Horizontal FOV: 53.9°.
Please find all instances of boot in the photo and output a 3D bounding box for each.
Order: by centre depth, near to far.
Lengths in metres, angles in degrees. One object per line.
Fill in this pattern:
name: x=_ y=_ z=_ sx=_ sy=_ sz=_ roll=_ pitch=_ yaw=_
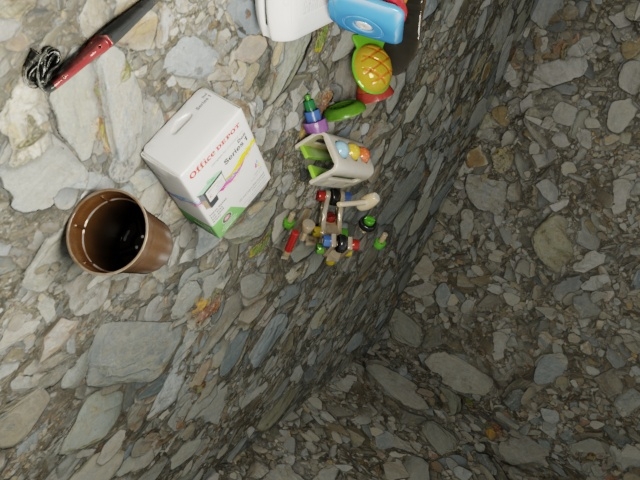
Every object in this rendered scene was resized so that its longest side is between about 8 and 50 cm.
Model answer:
boot: x=0.263 y=-0.643 z=1.871 sx=0.115 sy=0.112 sz=0.305 roll=-47 pitch=156 yaw=-53

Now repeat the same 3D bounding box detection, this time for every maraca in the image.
maraca: x=0.140 y=-0.496 z=1.742 sx=0.127 sy=0.099 sz=0.185 roll=-4 pitch=86 yaw=-31

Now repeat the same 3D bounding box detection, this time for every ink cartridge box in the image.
ink cartridge box: x=-0.240 y=-0.163 z=1.384 sx=0.201 sy=0.117 sz=0.278 roll=-52 pitch=157 yaw=-16

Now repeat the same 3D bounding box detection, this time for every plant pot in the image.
plant pot: x=-0.383 y=-0.002 z=1.249 sx=0.166 sy=0.167 sz=0.165 roll=-57 pitch=166 yaw=-3

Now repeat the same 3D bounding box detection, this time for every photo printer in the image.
photo printer: x=-0.020 y=-0.574 z=1.332 sx=0.307 sy=0.107 sz=0.256 roll=-40 pitch=152 yaw=-37

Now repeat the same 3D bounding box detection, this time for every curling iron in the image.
curling iron: x=-0.360 y=-0.327 z=1.019 sx=0.274 sy=0.035 sz=0.068 roll=-46 pitch=155 yaw=-29

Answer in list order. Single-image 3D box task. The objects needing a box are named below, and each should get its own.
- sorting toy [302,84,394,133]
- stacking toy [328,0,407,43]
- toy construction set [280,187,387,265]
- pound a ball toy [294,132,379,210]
sorting toy: x=0.069 y=-0.422 z=1.781 sx=0.366 sy=0.127 sz=0.126 roll=-37 pitch=120 yaw=-38
stacking toy: x=0.142 y=-0.592 z=1.337 sx=0.175 sy=0.166 sz=0.301 roll=34 pitch=76 yaw=-84
toy construction set: x=0.000 y=0.000 z=2.033 sx=0.309 sy=0.257 sz=0.237 roll=-15 pitch=149 yaw=-32
pound a ball toy: x=0.082 y=-0.204 z=1.859 sx=0.136 sy=0.208 sz=0.319 roll=-27 pitch=170 yaw=25
